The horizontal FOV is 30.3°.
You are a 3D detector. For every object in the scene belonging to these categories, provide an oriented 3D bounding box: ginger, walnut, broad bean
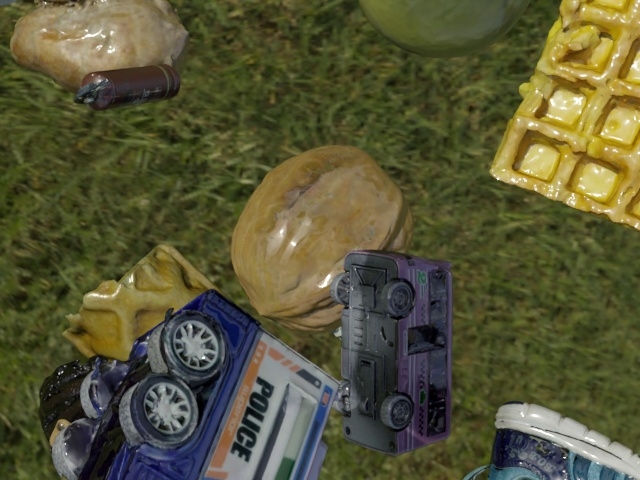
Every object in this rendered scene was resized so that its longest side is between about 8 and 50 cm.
[{"bbox_3d":[-0.312,-0.346,1.612,0.245,0.155,0.304,-7,104,10],"label":"ginger"},{"bbox_3d":[0.000,0.000,1.547,0.225,0.225,0.261,47,65,-25],"label":"walnut"},{"bbox_3d":[0.113,-0.277,1.050,0.189,0.121,0.263,-11,123,-7],"label":"broad bean"}]

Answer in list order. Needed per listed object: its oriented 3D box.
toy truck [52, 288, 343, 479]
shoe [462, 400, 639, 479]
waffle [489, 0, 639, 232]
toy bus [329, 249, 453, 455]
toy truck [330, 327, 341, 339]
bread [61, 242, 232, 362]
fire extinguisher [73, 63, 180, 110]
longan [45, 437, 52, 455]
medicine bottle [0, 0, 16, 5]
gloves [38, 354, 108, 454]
[{"bbox_3d":[-0.095,0.179,0.747,0.155,0.124,0.268,36,49,-18],"label":"toy truck"},{"bbox_3d":[0.232,0.222,1.027,0.106,0.207,0.091,-63,157,-9],"label":"shoe"},{"bbox_3d":[0.243,-0.100,0.706,0.219,0.229,0.057,-71,163,7],"label":"waffle"},{"bbox_3d":[0.069,0.096,1.072,0.098,0.087,0.178,-5,98,-38],"label":"toy bus"},{"bbox_3d":[0.101,0.183,2.264,0.227,0.114,0.098,56,43,-25],"label":"toy truck"},{"bbox_3d":[-0.221,0.142,1.710,0.252,0.238,0.196,44,111,-3],"label":"bread"},{"bbox_3d":[-0.217,-0.167,1.296,0.158,0.064,0.043,-21,90,-58],"label":"fire extinguisher"},{"bbox_3d":[-0.330,0.283,1.823,0.189,0.189,0.189,-4,100,-27],"label":"longan"},{"bbox_3d":[-0.112,-0.184,0.489,0.247,0.147,0.147,-47,116,-28],"label":"medicine bottle"},{"bbox_3d":[-0.267,0.196,1.289,0.106,0.181,0.129,-13,85,10],"label":"gloves"}]
